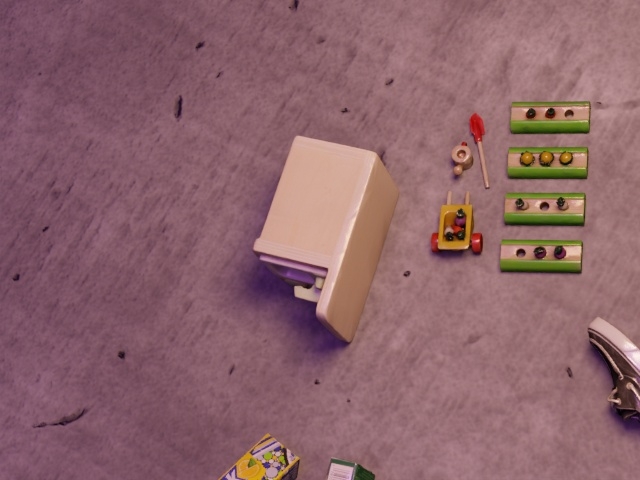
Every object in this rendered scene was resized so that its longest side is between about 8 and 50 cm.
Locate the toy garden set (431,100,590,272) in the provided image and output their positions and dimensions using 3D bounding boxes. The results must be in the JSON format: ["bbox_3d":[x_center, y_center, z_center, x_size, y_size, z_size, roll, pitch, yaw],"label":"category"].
[{"bbox_3d":[0.258,-0.081,1.808,0.204,0.049,0.244,1,72,16],"label":"toy garden set"}]

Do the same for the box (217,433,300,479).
[{"bbox_3d":[-0.104,0.332,1.729,0.059,0.054,0.169,34,54,23],"label":"box"}]

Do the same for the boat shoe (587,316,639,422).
[{"bbox_3d":[0.397,0.193,1.659,0.070,0.078,0.219,-38,68,0],"label":"boat shoe"}]

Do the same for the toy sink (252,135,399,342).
[{"bbox_3d":[0.000,0.000,1.800,0.131,0.153,0.234,13,77,20],"label":"toy sink"}]

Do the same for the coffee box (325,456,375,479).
[{"bbox_3d":[0.021,0.375,1.687,0.040,0.113,0.184,9,76,17],"label":"coffee box"}]
